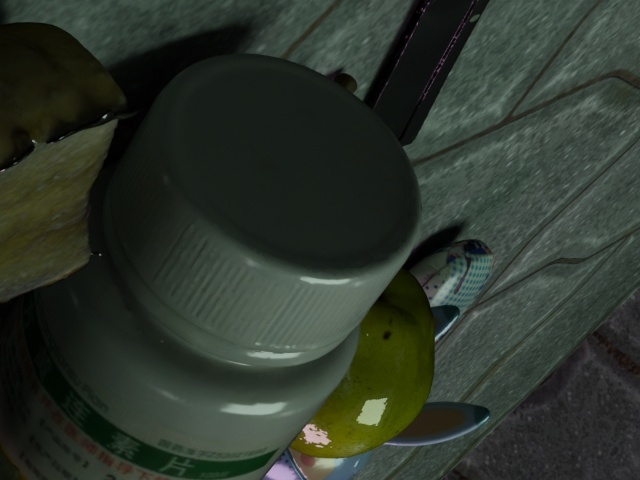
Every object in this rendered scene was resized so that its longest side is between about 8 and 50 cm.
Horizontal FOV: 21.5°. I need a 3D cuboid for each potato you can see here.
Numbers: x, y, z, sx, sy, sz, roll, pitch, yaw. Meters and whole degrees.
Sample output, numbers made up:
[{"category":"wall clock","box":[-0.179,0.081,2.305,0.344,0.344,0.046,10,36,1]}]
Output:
[{"category":"potato","box":[-0.182,-0.032,0.852,0.138,0.098,0.243,-30,169,-21]}]

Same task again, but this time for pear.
[{"category":"pear","box":[0.020,0.107,1.564,0.198,0.198,0.198,-36,165,-12]}]

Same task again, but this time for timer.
[{"category":"timer","box":[0.017,0.165,1.704,0.255,0.175,0.175,-26,176,38]}]

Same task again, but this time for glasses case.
[{"category":"glasses case","box":[0.078,0.115,1.931,0.125,0.076,0.327,-18,153,-54]}]

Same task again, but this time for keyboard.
[{"category":"keyboard","box":[0.075,-0.137,1.308,0.072,0.023,0.231,-23,158,-28]}]

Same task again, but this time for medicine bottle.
[{"category":"medicine bottle","box":[-0.088,0.053,1.101,0.208,0.208,0.340,-25,159,-43]}]

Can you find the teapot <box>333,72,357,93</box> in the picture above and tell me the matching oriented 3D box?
[{"category":"teapot","box":[0.002,-0.078,1.204,0.080,0.085,0.110,-47,-177,32]}]

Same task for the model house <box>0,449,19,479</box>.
[{"category":"model house","box":[-0.270,0.170,0.948,0.169,0.244,0.326,-41,164,15]}]
